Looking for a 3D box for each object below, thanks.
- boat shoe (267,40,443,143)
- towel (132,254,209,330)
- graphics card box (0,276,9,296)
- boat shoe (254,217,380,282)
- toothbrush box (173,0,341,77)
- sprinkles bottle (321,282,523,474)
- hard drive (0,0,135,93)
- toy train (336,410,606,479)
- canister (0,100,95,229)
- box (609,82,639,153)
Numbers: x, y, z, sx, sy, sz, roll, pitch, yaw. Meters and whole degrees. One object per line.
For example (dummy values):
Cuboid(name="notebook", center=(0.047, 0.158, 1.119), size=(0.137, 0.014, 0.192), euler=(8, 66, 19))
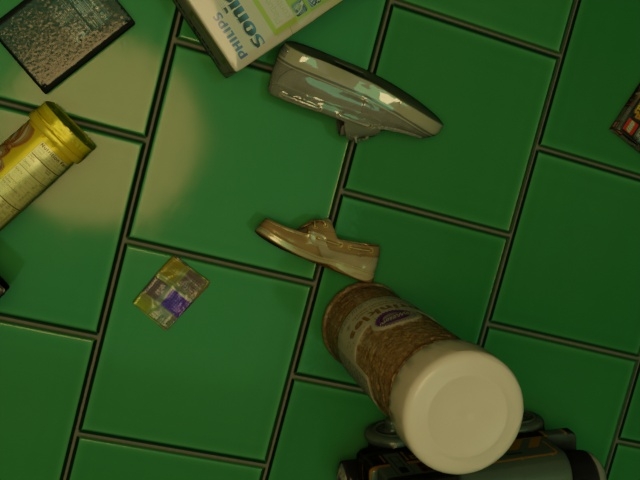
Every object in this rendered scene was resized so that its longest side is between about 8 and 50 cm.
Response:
Cuboid(name="boat shoe", center=(0.041, -0.168, 1.029), size=(0.227, 0.079, 0.081), euler=(22, 113, -17))
Cuboid(name="towel", center=(-0.186, 0.065, 1.034), size=(0.060, 0.009, 0.083), euler=(43, 86, -15))
Cuboid(name="graphics card box", center=(-0.550, 0.001, 0.877), size=(0.233, 0.094, 0.371), euler=(-44, 103, -14))
Cuboid(name="boat shoe", center=(0.000, 0.000, 1.045), size=(0.170, 0.063, 0.059), euler=(22, 89, -24))
Cuboid(name="toothbrush box", center=(-0.047, -0.352, 0.954), size=(0.283, 0.122, 0.206), euler=(-34, 103, -5))
Cuboid(name="sprinkles bottle", center=(0.095, 0.137, 0.929), size=(0.121, 0.355, 0.121), euler=(-2, 98, -13))
Cuboid(name="hard drive", center=(-0.298, -0.248, 0.959), size=(0.135, 0.022, 0.094), euler=(-40, 104, -5))
Cuboid(name="toy train", center=(0.193, 0.307, 1.060), size=(0.334, 0.190, 0.142), euler=(-3, 98, -13))
Cuboid(name="canister", center=(-0.340, -0.072, 0.921), size=(0.170, 0.126, 0.073), euler=(-43, 105, -3))
Cuboid(name="box", center=(0.475, -0.183, 1.144), size=(0.094, 0.027, 0.137), euler=(33, 89, -14))
